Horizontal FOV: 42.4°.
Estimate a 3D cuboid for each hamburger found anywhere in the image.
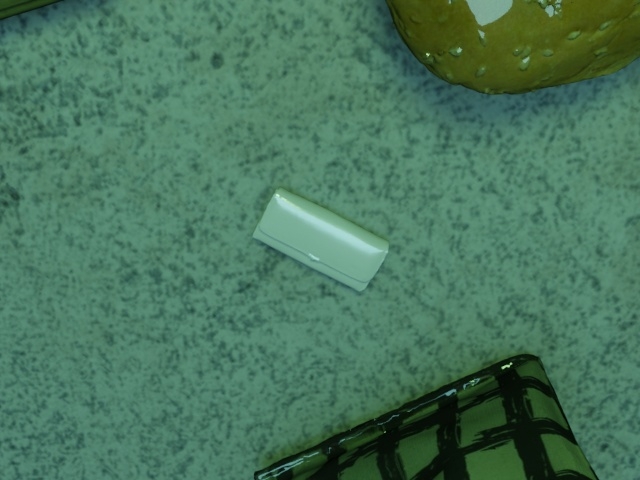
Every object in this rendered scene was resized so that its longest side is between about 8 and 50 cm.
[{"bbox_3d":[0.179,-0.248,0.633,0.283,0.144,0.260,-22,104,4],"label":"hamburger"}]

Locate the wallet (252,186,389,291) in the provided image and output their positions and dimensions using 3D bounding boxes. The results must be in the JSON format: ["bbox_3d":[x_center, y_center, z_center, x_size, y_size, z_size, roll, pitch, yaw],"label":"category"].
[{"bbox_3d":[0.000,0.000,0.788,0.122,0.025,0.061,27,115,-7],"label":"wallet"}]

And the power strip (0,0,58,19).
[{"bbox_3d":[-0.317,-0.223,0.702,0.387,0.066,0.092,-15,110,7],"label":"power strip"}]

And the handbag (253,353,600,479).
[{"bbox_3d":[0.092,0.268,0.719,0.327,0.325,0.163,-22,105,10],"label":"handbag"}]
